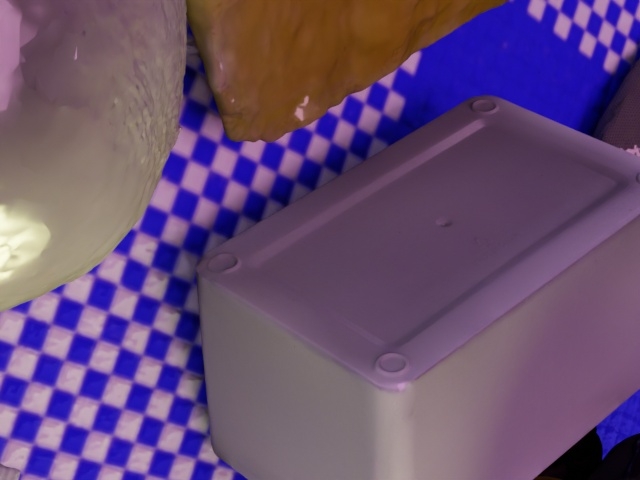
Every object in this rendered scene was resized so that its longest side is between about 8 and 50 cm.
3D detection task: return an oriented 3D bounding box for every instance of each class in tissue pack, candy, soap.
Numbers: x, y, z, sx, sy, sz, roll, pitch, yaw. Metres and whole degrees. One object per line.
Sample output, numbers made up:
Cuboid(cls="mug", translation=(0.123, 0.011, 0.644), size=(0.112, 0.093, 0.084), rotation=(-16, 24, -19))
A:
Cuboid(cls="tissue pack", translation=(0.070, 0.042, 0.796), size=(0.246, 0.159, 0.136), rotation=(-31, 134, -33))
Cuboid(cls="candy", translation=(-0.171, -0.094, 0.560), size=(0.295, 0.185, 0.295), rotation=(-13, 111, -35))
Cuboid(cls="soap", translation=(0.007, -0.280, 0.725), size=(0.306, 0.115, 0.427), rotation=(-33, 119, -29))

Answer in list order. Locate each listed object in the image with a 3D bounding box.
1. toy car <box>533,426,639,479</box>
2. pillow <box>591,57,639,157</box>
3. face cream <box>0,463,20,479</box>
Cuboid(cls="toy car", translation=(0.197, 0.231, 0.862), size=(0.340, 0.240, 0.271), rotation=(-5, 75, -45))
Cuboid(cls="pillow", translation=(0.280, -0.022, 1.060), size=(0.255, 0.059, 0.169), rotation=(43, 67, -37))
Cuboid(cls="face cream", translation=(-0.270, 0.279, 0.582), size=(0.235, 0.137, 0.420), rotation=(29, 77, -53))
